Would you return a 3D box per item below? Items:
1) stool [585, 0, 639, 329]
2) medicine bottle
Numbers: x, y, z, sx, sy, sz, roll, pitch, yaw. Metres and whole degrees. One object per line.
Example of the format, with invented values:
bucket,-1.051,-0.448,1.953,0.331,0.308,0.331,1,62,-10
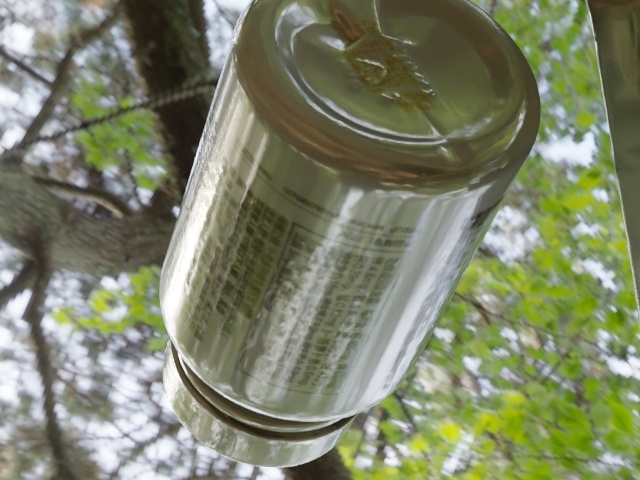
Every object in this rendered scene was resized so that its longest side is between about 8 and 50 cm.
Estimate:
stool,0.211,-0.084,0.488,0.244,0.170,0.269,-8,-146,11
medicine bottle,0.000,0.000,0.409,0.079,0.140,0.079,10,-133,-11
